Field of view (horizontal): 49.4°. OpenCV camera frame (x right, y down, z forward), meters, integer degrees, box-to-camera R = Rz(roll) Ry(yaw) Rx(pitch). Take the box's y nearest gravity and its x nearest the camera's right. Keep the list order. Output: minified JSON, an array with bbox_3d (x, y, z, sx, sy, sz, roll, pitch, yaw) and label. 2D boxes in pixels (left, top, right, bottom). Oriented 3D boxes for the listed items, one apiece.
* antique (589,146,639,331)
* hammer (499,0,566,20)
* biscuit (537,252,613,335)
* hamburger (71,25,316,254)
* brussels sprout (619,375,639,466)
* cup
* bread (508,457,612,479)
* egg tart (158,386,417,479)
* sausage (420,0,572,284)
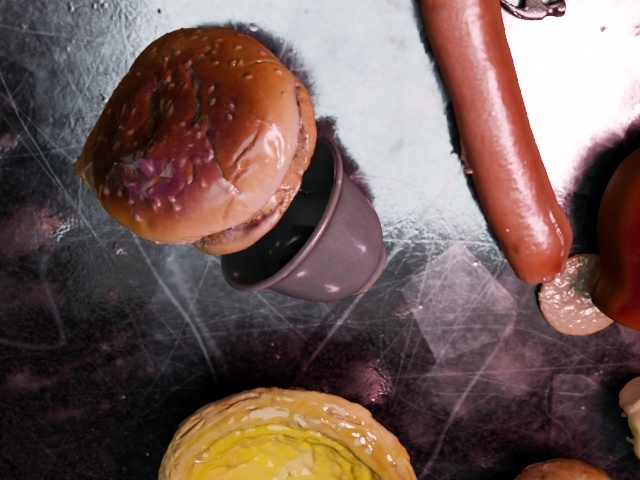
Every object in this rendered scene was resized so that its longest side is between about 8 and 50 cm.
[{"bbox_3d":[0.438,-0.013,0.823,0.223,0.129,0.278,31,102,-10],"label":"antique"},{"bbox_3d":[0.229,-0.345,0.765,0.078,0.021,0.201,-6,109,2],"label":"hammer"},{"bbox_3d":[0.346,0.072,0.917,0.120,0.015,0.120,0,110,0],"label":"biscuit"},{"bbox_3d":[-0.136,-0.109,0.755,0.285,0.146,0.243,-10,76,31],"label":"hamburger"},{"bbox_3d":[0.493,0.253,0.927,0.145,0.131,0.183,-23,110,31],"label":"brussels sprout"},{"bbox_3d":[0.000,0.000,0.822,0.150,0.199,0.199,34,107,-33],"label":"cup"},{"bbox_3d":[0.317,0.405,0.953,0.229,0.123,0.230,-10,106,-35],"label":"bread"},{"bbox_3d":[-0.041,0.323,0.945,0.345,0.132,0.346,0,109,1],"label":"egg tart"},{"bbox_3d":[0.202,-0.139,0.804,0.094,0.094,0.419,-10,113,35],"label":"sausage"}]
